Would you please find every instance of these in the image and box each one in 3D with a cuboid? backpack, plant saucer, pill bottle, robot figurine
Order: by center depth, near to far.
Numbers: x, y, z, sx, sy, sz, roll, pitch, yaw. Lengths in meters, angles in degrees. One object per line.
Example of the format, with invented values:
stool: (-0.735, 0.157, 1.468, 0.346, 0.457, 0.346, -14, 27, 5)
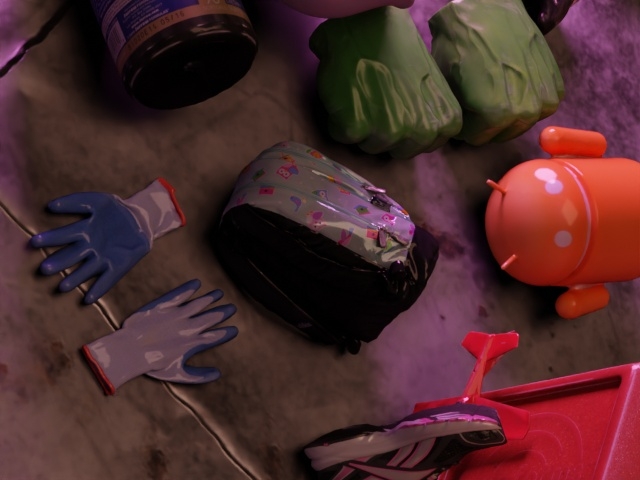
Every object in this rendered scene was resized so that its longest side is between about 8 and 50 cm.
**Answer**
plant saucer: (0.176, 0.213, 1.566, 0.048, 0.258, 0.259, 44, 52, -27)
pill bottle: (-0.146, -0.234, 1.600, 0.123, 0.123, 0.219, -6, 63, -37)
backpack: (0.000, 0.000, 1.620, 0.182, 0.152, 0.115, 31, 50, -7)
robot figurine: (0.253, -0.017, 1.801, 0.219, 0.158, 0.128, -2, 33, -36)

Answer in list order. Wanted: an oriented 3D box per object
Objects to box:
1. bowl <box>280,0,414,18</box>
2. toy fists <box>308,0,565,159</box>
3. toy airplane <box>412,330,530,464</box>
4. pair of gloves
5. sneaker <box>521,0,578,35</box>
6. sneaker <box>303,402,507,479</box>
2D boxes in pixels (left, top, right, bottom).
bowl: (-0.041, -0.313, 1.649, 0.134, 0.298, 0.298, -27, 88, -3)
toy fists: (0.116, -0.152, 1.783, 0.279, 0.096, 0.142, -11, 68, -36)
toy airplane: (0.137, 0.136, 1.635, 0.028, 0.151, 0.151, 43, 51, -31)
pair of gloves: (-0.153, 0.041, 1.560, 0.159, 0.023, 0.198, -27, 87, -39)
sneaker: (0.174, -0.298, 1.891, 0.234, 0.078, 0.106, 41, 51, -17)
sneaker: (0.080, 0.191, 1.589, 0.072, 0.178, 0.077, -26, 101, -69)
